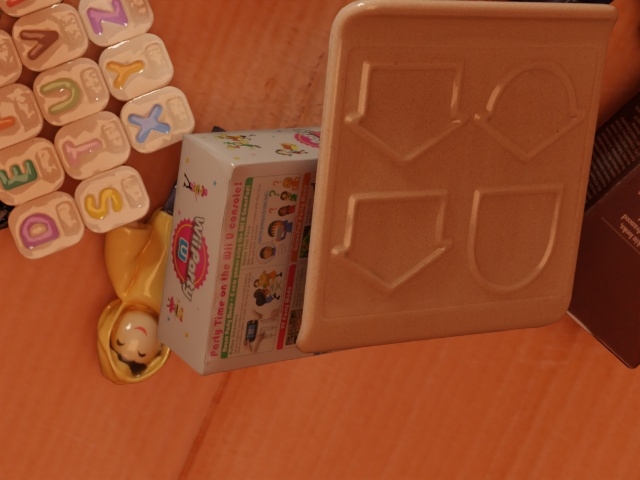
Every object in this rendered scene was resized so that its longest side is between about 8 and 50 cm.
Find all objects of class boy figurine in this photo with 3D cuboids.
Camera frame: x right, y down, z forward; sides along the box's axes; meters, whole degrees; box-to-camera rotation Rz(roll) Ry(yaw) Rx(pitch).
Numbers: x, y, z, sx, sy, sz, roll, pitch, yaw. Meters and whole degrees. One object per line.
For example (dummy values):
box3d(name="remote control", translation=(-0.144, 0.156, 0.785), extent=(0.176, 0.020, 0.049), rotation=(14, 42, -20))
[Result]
box3d(name="boy figurine", translation=(-0.150, 0.019, 1.642), extent=(0.177, 0.092, 0.285), rotation=(36, 88, -24))

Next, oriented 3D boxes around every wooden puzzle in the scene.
box3d(name="wooden puzzle", translation=(0.123, -0.068, 1.545), extent=(0.322, 0.080, 0.348), rotation=(-4, 113, -32))

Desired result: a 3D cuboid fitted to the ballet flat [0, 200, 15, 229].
box3d(name="ballet flat", translation=(-0.354, -0.025, 1.591), extent=(0.173, 0.049, 0.057), rotation=(-16, 108, -12))

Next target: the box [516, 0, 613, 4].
box3d(name="box", translation=(0.207, -0.208, 1.625), extent=(0.225, 0.136, 0.036), rotation=(-36, 80, 21))

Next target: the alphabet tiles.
box3d(name="alphabet tiles", translation=(-0.277, -0.133, 1.565), extent=(0.278, 0.021, 0.284), rotation=(-21, 95, -8))

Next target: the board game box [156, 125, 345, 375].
box3d(name="board game box", translation=(0.000, 0.000, 1.608), extent=(0.303, 0.097, 0.224), rotation=(-7, 117, -36))

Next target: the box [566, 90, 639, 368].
box3d(name="box", translation=(0.400, -0.064, 1.704), extent=(0.381, 0.143, 0.191), rotation=(-43, 112, 14))

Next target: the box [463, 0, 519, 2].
box3d(name="box", translation=(0.248, -0.345, 1.609), extent=(0.300, 0.154, 0.142), rotation=(-28, 85, -9))
